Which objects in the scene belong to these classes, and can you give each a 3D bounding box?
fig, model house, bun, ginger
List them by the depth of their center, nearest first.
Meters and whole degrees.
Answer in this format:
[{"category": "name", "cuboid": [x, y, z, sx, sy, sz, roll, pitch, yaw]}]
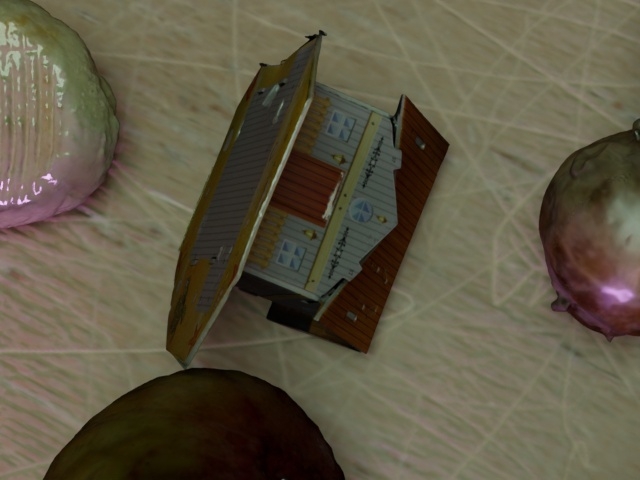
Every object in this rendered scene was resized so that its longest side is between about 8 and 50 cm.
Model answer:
[{"category": "ginger", "cuboid": [0.327, -0.048, 1.082, 0.375, 0.176, 0.256, 7, 97, 8]}, {"category": "fig", "cuboid": [-0.131, 0.221, 1.098, 0.321, 0.217, 0.217, -32, 75, 24]}, {"category": "model house", "cuboid": [0.000, 0.000, 1.130, 0.136, 0.207, 0.219, 22, 81, -15]}, {"category": "bun", "cuboid": [-0.228, -0.089, 1.203, 0.188, 0.111, 0.164, -3, 95, 5]}]
